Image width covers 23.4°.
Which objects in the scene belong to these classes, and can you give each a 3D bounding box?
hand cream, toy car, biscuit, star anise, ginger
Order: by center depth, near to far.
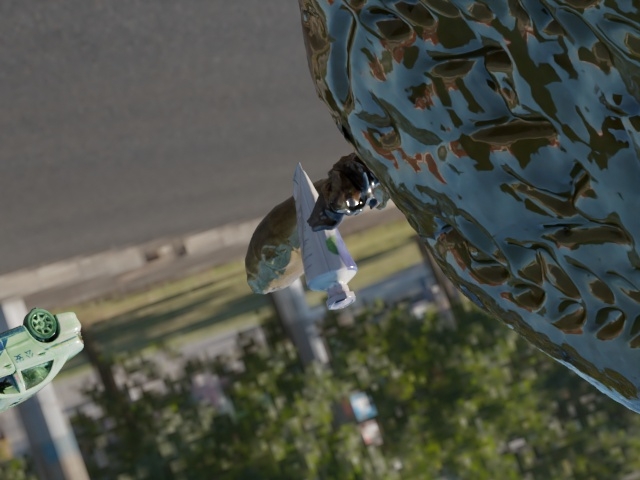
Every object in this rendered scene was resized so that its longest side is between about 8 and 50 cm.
[{"bbox_3d":[0.111,-0.053,0.735,0.046,0.359,0.359,-40,-176,-23],"label":"biscuit"},{"bbox_3d":[0.032,-0.050,1.457,0.124,0.056,0.129,-49,179,-21],"label":"star anise"},{"bbox_3d":[-0.333,0.134,1.522,0.224,0.076,0.090,-23,172,-45],"label":"toy car"},{"bbox_3d":[0.000,0.000,1.534,0.053,0.142,0.084,-14,161,-11],"label":"hand cream"},{"bbox_3d":[-0.006,-0.022,1.864,0.131,0.086,0.294,-51,-170,-36],"label":"ginger"}]
